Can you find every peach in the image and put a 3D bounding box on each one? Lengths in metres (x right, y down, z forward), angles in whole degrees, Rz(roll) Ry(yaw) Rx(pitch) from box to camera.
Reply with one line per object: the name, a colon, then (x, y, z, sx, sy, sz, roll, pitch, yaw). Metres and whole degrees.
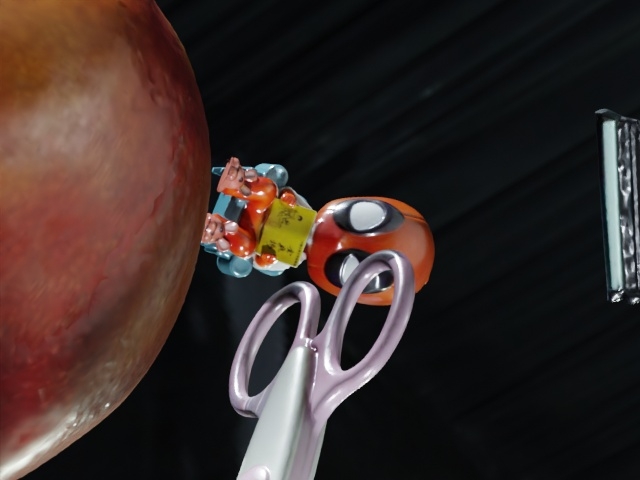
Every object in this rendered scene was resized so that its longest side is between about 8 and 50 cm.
peach: (-0.208, -0.009, 0.885, 0.308, 0.307, 0.332, 49, -139, -18)

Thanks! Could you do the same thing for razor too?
razor: (0.237, -0.035, 0.819, 0.042, 0.253, 0.082, -115, 17, -74)

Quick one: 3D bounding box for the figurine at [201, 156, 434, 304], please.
figurine: (0.000, 0.000, 1.095, 0.140, 0.068, 0.075, 19, 175, -11)

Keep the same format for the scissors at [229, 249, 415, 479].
scissors: (-0.015, 0.080, 0.641, 0.022, 0.085, 0.176, 39, -130, -30)
